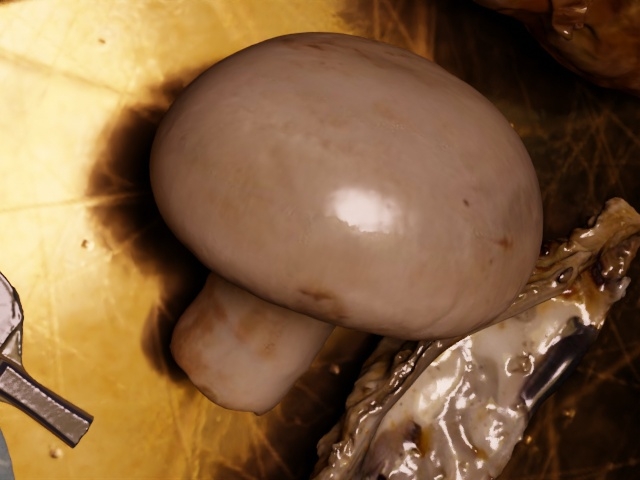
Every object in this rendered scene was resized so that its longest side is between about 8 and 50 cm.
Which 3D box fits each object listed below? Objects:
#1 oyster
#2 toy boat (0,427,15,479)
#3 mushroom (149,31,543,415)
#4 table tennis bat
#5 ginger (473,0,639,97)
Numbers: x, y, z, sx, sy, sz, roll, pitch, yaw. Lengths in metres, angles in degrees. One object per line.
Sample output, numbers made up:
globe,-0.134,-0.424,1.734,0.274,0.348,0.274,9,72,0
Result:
oyster,0.072,0.101,0.901,0.345,0.079,0.128,-48,125,-14
toy boat,-0.185,0.149,0.822,0.096,0.034,0.122,34,86,-23
mushroom,0.007,-0.006,0.807,0.206,0.206,0.209,20,85,-18
table tennis bat,-0.189,0.058,0.836,0.158,0.014,0.095,37,79,-14
ginger,0.221,-0.222,0.897,0.357,0.152,0.274,-44,104,-15
